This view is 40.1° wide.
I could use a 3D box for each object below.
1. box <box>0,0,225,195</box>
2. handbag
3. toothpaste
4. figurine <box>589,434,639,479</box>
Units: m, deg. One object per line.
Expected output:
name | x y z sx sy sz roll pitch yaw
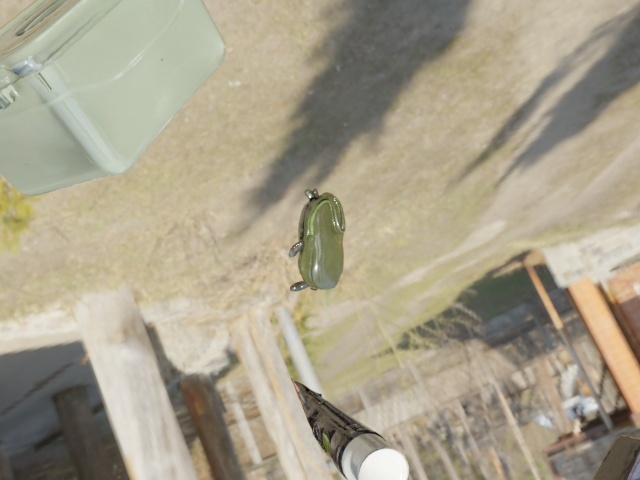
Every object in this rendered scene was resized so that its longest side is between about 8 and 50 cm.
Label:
box | -0.140 -0.105 0.539 0.124 0.093 0.172 -8 -143 39
handbag | 0.000 0.000 0.937 0.047 0.111 0.072 2 180 39
toothpaste | 0.017 0.176 0.775 0.045 0.071 0.193 -27 -165 -16
figurine | 0.225 0.294 0.660 0.308 0.308 0.143 -13 -166 -36
